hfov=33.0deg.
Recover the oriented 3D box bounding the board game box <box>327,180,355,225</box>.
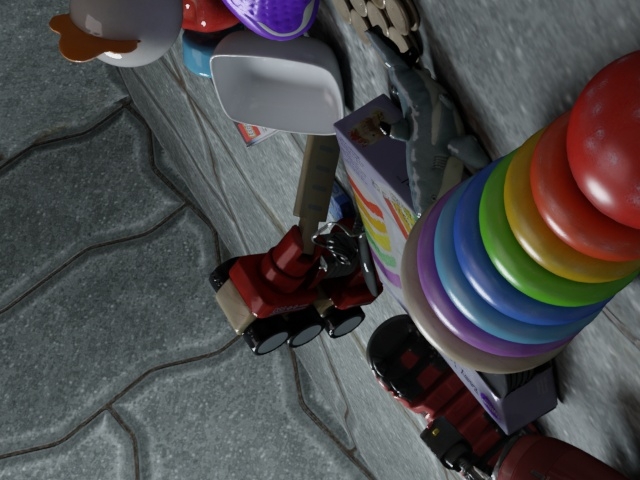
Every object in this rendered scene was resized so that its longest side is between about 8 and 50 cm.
[{"bbox_3d":[0.019,-0.050,1.468,0.090,0.020,0.090,54,168,38],"label":"board game box"}]

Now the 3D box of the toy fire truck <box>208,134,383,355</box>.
[{"bbox_3d":[0.000,0.000,1.348,0.246,0.217,0.158,-50,62,34],"label":"toy fire truck"}]

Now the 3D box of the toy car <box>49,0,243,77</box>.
[{"bbox_3d":[-0.200,-0.257,1.115,0.210,0.238,0.219,24,135,19],"label":"toy car"}]

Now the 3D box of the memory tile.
[{"bbox_3d":[0.044,-0.202,0.931,0.148,0.012,0.113,55,169,34],"label":"memory tile"}]

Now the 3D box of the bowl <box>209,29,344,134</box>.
[{"bbox_3d":[-0.040,-0.175,1.164,0.142,0.142,0.053,78,-156,-64],"label":"bowl"}]

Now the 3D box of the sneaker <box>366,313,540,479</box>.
[{"bbox_3d":[0.165,0.189,1.204,0.276,0.098,0.135,48,-171,4],"label":"sneaker"}]

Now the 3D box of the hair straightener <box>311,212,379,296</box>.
[{"bbox_3d":[0.041,0.022,1.232,0.230,0.089,0.047,49,-161,-71],"label":"hair straightener"}]

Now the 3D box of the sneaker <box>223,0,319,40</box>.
[{"bbox_3d":[-0.049,-0.259,0.923,0.293,0.102,0.146,73,173,-53],"label":"sneaker"}]

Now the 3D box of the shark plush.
[{"bbox_3d":[0.080,-0.098,0.880,0.161,0.067,0.073,66,169,-27],"label":"shark plush"}]

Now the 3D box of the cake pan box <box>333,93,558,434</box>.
[{"bbox_3d":[0.123,0.027,1.028,0.267,0.070,0.245,52,169,41],"label":"cake pan box"}]

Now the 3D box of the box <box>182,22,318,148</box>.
[{"bbox_3d":[-0.086,-0.223,1.260,0.207,0.114,0.036,61,-146,-4],"label":"box"}]

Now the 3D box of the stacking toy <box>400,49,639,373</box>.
[{"bbox_3d":[0.145,-0.018,0.639,0.141,0.141,0.330,59,165,12],"label":"stacking toy"}]

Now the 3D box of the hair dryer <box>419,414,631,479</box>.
[{"bbox_3d":[0.242,0.230,0.970,0.224,0.080,0.293,25,180,-23],"label":"hair dryer"}]
